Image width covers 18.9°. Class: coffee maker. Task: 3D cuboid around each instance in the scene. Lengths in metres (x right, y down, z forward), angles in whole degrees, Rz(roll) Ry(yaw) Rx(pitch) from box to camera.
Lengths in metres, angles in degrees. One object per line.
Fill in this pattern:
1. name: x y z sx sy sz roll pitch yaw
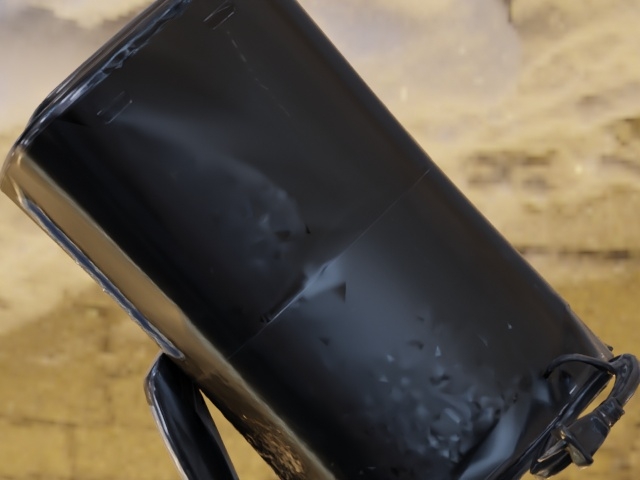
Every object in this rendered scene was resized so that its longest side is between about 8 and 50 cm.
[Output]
1. coffee maker: 0.000 0.000 0.603 0.178 0.120 0.171 47 140 -4
